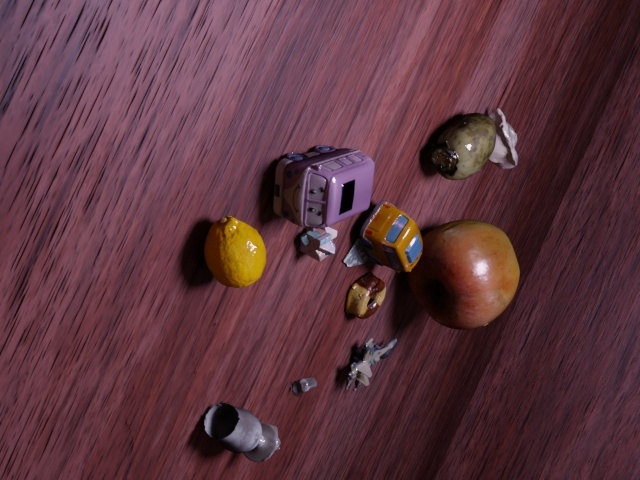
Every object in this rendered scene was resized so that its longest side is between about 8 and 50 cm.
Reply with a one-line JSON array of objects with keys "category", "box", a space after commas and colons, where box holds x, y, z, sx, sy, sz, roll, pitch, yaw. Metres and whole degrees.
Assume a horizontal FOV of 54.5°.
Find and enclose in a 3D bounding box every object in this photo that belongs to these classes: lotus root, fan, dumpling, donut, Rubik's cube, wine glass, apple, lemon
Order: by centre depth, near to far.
[{"category": "lemon", "box": [-0.161, 0.022, 1.170, 0.114, 0.114, 0.155, -42, 137, -34]}, {"category": "Rubik's cube", "box": [-0.001, -0.002, 1.428, 0.075, 0.084, 0.073, -53, 155, -50]}, {"category": "wine glass", "box": [-0.180, 0.445, 1.438, 0.103, 0.103, 0.222, -56, 148, -15]}, {"category": "wine glass", "box": [-0.042, 0.392, 1.669, 0.039, 0.042, 0.083, -44, 157, 21]}, {"category": "fan", "box": [0.135, -0.004, 1.694, 0.240, 0.009, 0.131, -45, 144, -30]}, {"category": "donut", "box": [0.129, 0.159, 1.754, 0.140, 0.059, 0.140, -36, 141, -36]}, {"category": "lotus root", "box": [0.429, -0.287, 1.814, 0.309, 0.173, 0.173, -43, 142, -43]}, {"category": "apple", "box": [0.446, 0.098, 1.907, 0.305, 0.338, 0.338, -23, 130, -31]}, {"category": "dumpling", "box": [0.591, -0.319, 2.036, 0.124, 0.151, 0.229, -27, 140, -8]}]

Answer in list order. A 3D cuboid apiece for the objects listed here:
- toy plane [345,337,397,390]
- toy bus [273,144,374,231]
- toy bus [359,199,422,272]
[{"category": "toy plane", "box": [0.154, 0.357, 1.908, 0.262, 0.088, 0.192, -38, 146, -53]}, {"category": "toy bus", "box": [0.008, -0.114, 1.301, 0.202, 0.142, 0.142, -25, 131, -47]}, {"category": "toy bus", "box": [0.198, 0.001, 1.652, 0.126, 0.136, 0.209, -55, 151, -14]}]
